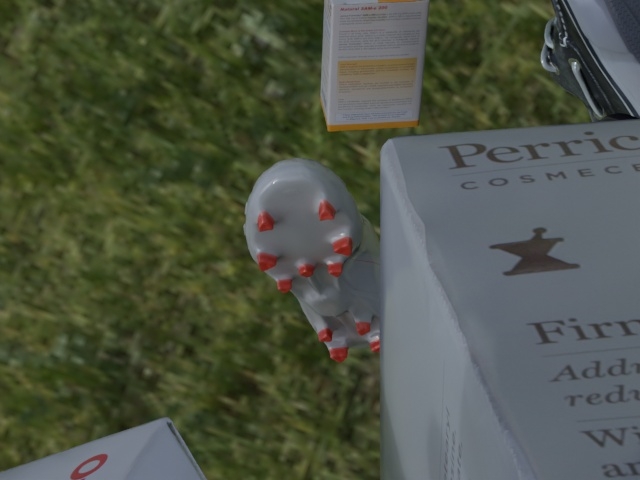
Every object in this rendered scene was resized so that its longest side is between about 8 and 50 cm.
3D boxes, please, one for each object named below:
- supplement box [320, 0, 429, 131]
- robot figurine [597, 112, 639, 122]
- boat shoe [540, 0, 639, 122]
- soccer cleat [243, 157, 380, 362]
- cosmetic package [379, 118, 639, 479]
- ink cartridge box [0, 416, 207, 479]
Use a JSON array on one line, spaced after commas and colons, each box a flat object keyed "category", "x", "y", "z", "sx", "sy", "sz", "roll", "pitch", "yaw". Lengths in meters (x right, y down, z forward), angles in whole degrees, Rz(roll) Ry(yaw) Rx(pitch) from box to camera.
[{"category": "supplement box", "x": 0.033, "y": -0.120, "z": 1.149, "sx": 0.036, "sy": 0.062, "sz": 0.098, "roll": -102, "pitch": 11, "yaw": -49}, {"category": "robot figurine", "x": 0.181, "y": 0.053, "z": 1.104, "sx": 0.173, "sy": 0.209, "sz": 0.278, "roll": -35, "pitch": 20, "yaw": -9}, {"category": "boat shoe", "x": 0.227, "y": -0.145, "z": 1.402, "sx": 0.119, "sy": 0.335, "sz": 0.121, "roll": -1, "pitch": 44, "yaw": 40}, {"category": "soccer cleat", "x": 0.000, "y": 0.000, "z": 1.062, "sx": 0.068, "sy": 0.196, "sz": 0.076, "roll": -10, "pitch": 57, "yaw": 11}, {"category": "cosmetic package", "x": 0.210, "y": 0.161, "z": 0.768, "sx": 0.394, "sy": 0.329, "sz": 0.327, "roll": -108, "pitch": 14, "yaw": -66}, {"category": "ink cartridge box", "x": -0.198, "y": 0.224, "z": 0.823, "sx": 0.307, "sy": 0.129, "sz": 0.223, "roll": -20, "pitch": 18, "yaw": 25}]
